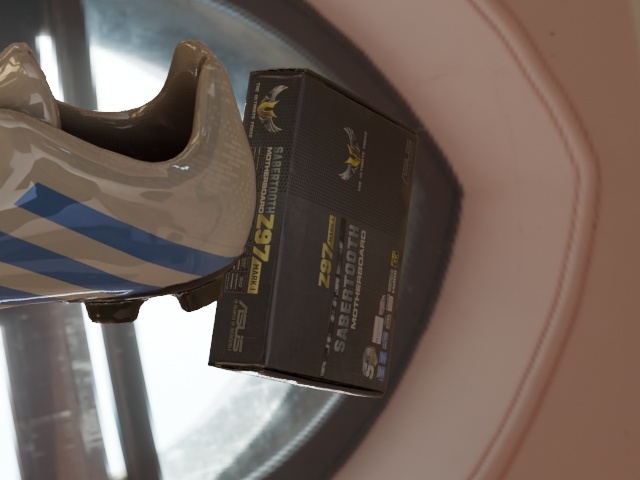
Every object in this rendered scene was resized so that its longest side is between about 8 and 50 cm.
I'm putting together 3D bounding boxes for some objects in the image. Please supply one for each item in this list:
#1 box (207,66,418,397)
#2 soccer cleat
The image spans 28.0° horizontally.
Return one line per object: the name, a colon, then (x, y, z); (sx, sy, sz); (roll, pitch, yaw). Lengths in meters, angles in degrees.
box: (0.000, 0.000, 1.021); (0.059, 0.183, 0.233); (1, -102, 34)
soccer cleat: (-0.186, -0.018, 0.595); (0.116, 0.331, 0.143); (44, -39, 49)
